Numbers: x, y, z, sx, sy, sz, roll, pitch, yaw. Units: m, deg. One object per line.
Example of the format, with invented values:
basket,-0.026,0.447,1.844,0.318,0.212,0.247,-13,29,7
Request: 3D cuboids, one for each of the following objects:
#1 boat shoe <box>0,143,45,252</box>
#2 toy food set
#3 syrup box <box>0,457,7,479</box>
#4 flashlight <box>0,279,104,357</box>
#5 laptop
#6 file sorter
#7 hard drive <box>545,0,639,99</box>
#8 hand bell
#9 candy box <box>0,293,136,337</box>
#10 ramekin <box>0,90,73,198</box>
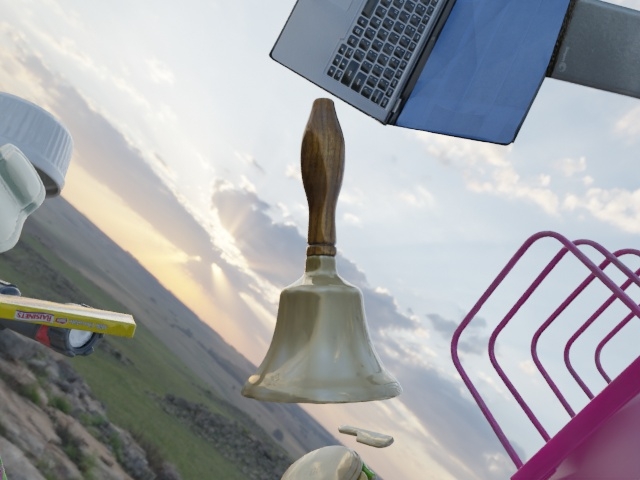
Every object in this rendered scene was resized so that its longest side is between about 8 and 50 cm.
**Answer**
boat shoe,-0.291,-0.025,0.415,0.081,0.068,0.228,66,-6,-20
toy food set,0.003,0.319,0.671,0.132,0.192,0.039,-13,-78,56
syrup box,-0.444,0.346,0.638,0.237,0.093,0.096,52,-52,29
flashlight,-0.582,0.148,1.045,0.303,0.103,0.103,15,-57,25
laptop,0.185,-0.412,0.891,0.407,0.382,0.236,27,-4,-12
file sorter,0.319,0.124,0.547,0.290,0.202,0.182,12,33,-28
hard drive,0.351,-0.230,0.621,0.135,0.094,0.022,10,19,-7
hand bell,0.000,0.000,0.420,0.126,0.242,0.126,0,-9,0
candy box,-0.397,0.116,0.796,0.205,0.027,0.105,14,-3,-22
ramekin,-0.548,-0.171,0.914,0.207,0.109,0.207,11,-23,5
